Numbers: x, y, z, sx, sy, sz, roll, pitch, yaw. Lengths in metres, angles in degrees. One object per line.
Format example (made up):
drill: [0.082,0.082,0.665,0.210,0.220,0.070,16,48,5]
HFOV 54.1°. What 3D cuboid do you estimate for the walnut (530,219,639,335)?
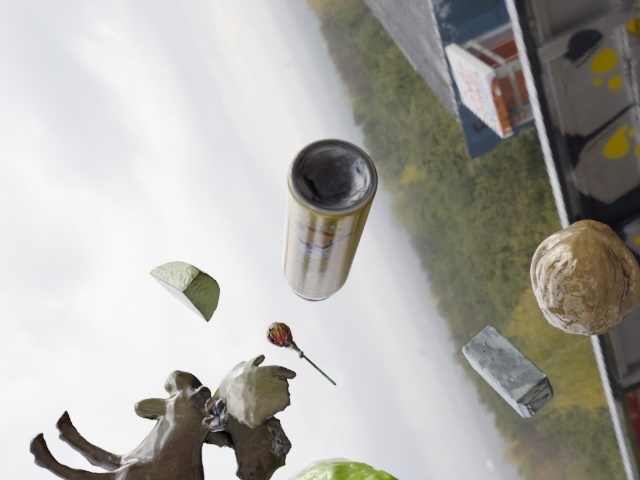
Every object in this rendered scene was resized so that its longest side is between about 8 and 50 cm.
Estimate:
walnut: [0.375,0.055,0.890,0.166,0.149,0.167,-33,-52,-54]

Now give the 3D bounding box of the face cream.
face cream: [0.000,0.000,0.852,0.349,0.105,0.105,102,148,-65]

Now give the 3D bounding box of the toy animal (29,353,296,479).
toy animal: [-0.119,0.178,0.480,0.094,0.186,0.214,165,120,-87]

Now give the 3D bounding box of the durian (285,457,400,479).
durian: [0.007,0.471,1.000,0.339,0.256,0.204,4,145,52]

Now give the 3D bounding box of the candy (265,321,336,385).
candy: [-0.041,0.255,1.398,0.201,0.060,0.060,39,177,15]

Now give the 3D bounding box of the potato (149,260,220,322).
potato: [-0.300,0.102,1.435,0.120,0.081,0.149,26,157,31]

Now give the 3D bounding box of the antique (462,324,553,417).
antique: [0.395,0.276,1.311,0.183,0.086,0.088,47,176,44]
